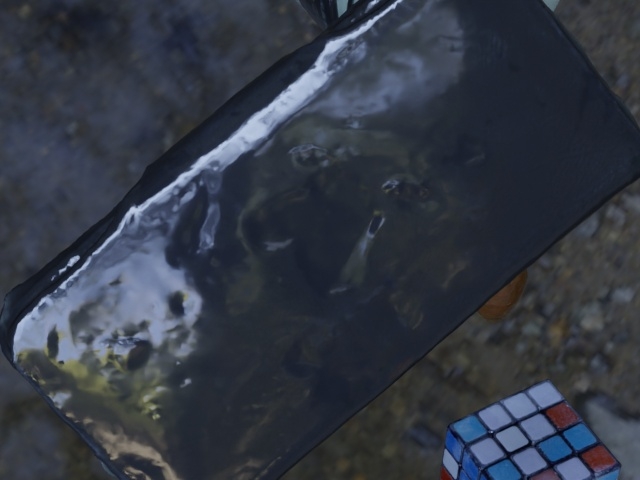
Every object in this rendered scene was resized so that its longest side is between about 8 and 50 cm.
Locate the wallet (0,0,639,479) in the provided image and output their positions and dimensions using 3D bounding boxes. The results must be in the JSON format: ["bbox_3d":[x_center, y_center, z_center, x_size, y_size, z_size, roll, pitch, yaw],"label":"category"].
[{"bbox_3d":[0.000,0.000,1.019,0.377,0.051,0.197,-41,109,1],"label":"wallet"}]

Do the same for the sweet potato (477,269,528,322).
[{"bbox_3d":[0.140,0.022,1.476,0.058,0.055,0.202,-20,147,5],"label":"sweet potato"}]

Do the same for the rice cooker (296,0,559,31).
[{"bbox_3d":[0.085,-0.247,1.504,0.244,0.226,0.226,47,132,34],"label":"rice cooker"}]

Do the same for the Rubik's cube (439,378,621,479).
[{"bbox_3d":[0.148,0.174,1.284,0.092,0.092,0.092,52,153,36],"label":"Rubik's cube"}]
